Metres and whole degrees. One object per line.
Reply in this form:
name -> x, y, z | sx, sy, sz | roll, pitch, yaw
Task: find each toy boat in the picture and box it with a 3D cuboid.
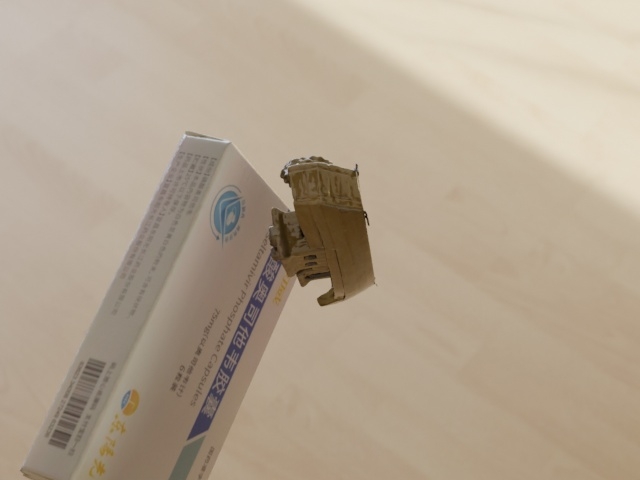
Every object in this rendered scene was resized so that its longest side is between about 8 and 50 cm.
toy boat -> 0.000, 0.000, 0.993 | 0.072, 0.206, 0.064 | -9, 68, 1

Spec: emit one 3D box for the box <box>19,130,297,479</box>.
box -> -0.131, 0.096, 1.304 | 0.065, 0.200, 0.343 | 13, 70, 30
